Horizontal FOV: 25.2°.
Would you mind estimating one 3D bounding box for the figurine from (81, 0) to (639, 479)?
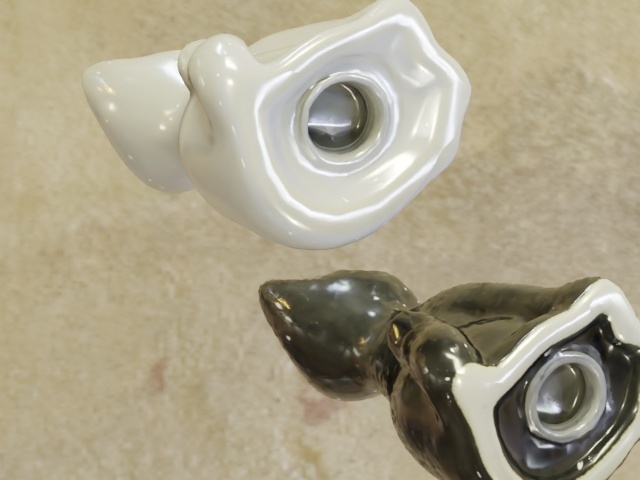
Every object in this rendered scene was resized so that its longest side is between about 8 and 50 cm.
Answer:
[{"bbox_3d":[0.000,0.000,0.572,0.092,0.215,0.209,-45,21,-17],"label":"figurine"}]
